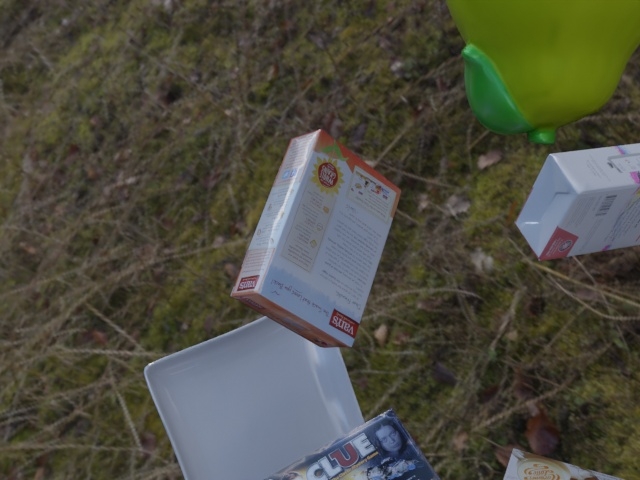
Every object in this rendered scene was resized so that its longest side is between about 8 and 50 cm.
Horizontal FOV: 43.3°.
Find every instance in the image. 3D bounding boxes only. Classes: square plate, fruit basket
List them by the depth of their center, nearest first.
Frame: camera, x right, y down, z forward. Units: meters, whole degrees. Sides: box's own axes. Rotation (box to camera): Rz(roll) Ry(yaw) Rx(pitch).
[{"bbox_3d":[0.188,-0.282,0.626,0.392,0.392,0.283,-43,51,13],"label":"fruit basket"},{"bbox_3d":[-0.089,0.306,1.340,0.049,0.344,0.347,-14,96,58],"label":"square plate"}]

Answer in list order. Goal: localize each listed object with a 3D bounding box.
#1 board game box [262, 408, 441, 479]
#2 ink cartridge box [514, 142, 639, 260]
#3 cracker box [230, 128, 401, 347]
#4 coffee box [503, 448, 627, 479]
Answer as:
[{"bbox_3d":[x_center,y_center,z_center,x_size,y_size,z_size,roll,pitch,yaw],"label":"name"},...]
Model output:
[{"bbox_3d":[0.034,0.351,1.079,0.243,0.042,0.165,-27,45,-10],"label":"board game box"},{"bbox_3d":[0.342,-0.049,0.937,0.115,0.198,0.067,105,150,-46],"label":"ink cartridge box"},{"bbox_3d":[0.000,0.000,1.017,0.067,0.156,0.232,-10,54,49],"label":"cracker box"},{"bbox_3d":[0.496,0.533,1.640,0.247,0.098,0.141,12,28,21],"label":"coffee box"}]
